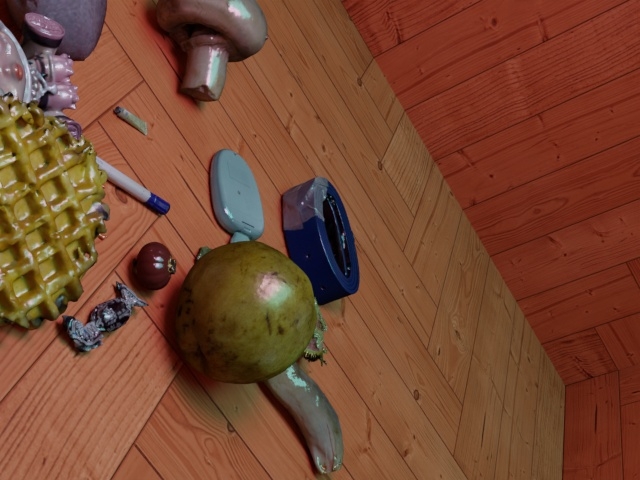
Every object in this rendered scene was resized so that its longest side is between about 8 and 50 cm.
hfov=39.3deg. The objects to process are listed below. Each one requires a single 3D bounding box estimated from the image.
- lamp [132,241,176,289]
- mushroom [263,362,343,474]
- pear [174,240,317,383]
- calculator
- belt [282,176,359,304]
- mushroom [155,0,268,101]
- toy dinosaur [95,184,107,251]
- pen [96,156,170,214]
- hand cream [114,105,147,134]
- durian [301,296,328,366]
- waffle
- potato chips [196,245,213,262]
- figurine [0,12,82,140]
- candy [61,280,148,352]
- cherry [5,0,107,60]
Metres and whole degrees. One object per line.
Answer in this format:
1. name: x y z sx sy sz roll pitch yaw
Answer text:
1. lamp: -0.344 0.053 1.856 0.101 0.090 0.101 180 -90 -86
2. mushroom: -0.041 0.398 2.136 0.122 0.095 0.351 -40 105 -42
3. pear: -0.162 0.159 1.894 0.304 0.304 0.304 41 36 -40
4. calculator: -0.209 -0.100 2.268 0.184 0.042 0.295 27 46 -51
5. belt: 0.000 0.000 2.490 0.212 0.117 0.347 18 55 -57
6. mushroom: -0.289 -0.505 2.260 0.292 0.292 0.290 31 73 -49
7. toy dinosaur: -0.465 -0.017 1.728 0.101 0.055 0.280 36 37 -9
8. pen: -0.425 -0.127 1.914 0.269 0.033 0.033 36 40 -44
9. hand cream: -0.428 -0.275 2.039 0.102 0.022 0.035 35 40 -54
10. durian: -0.032 0.243 2.254 0.086 0.100 0.215 36 33 -40
11. waffle: -0.510 -0.042 1.476 0.382 0.095 0.380 32 73 -56
12. potato chips: -0.251 0.102 2.054 0.092 0.028 0.208 30 43 -48
13. figurine: -0.585 -0.259 1.536 0.361 0.211 0.253 -8 74 -64
14. candy: -0.409 0.139 1.714 0.094 0.051 0.226 62 27 -3
15. cherry: -0.538 -0.493 1.830 0.213 0.183 0.266 -35 114 -48
